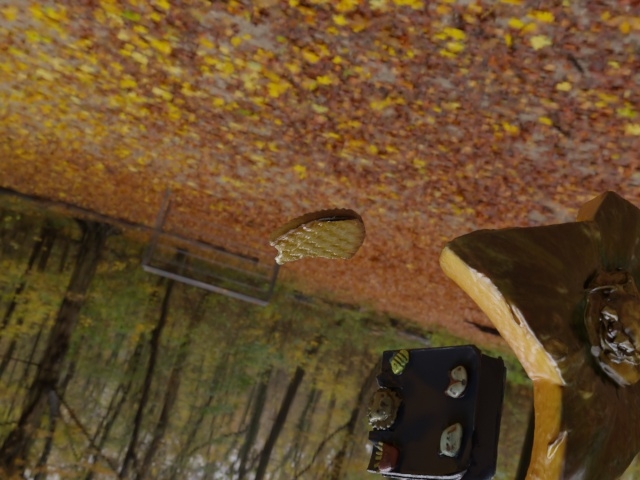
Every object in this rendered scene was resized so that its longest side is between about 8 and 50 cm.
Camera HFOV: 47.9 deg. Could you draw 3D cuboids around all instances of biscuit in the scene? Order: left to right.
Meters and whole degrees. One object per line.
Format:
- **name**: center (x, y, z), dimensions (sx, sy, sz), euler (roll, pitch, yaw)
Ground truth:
- **biscuit**: center (0.000, -0.001, 1.352), dimensions (0.176, 0.031, 0.228), euler (-29, 154, 5)

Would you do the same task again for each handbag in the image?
- **handbag**: center (0.250, 0.400, 1.677), dimensions (0.329, 0.303, 0.122), euler (-11, 148, 42)

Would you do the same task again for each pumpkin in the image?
- **pumpkin**: center (0.256, 0.090, 0.658), dimensions (0.290, 0.258, 0.095), euler (-15, 180, -37)
